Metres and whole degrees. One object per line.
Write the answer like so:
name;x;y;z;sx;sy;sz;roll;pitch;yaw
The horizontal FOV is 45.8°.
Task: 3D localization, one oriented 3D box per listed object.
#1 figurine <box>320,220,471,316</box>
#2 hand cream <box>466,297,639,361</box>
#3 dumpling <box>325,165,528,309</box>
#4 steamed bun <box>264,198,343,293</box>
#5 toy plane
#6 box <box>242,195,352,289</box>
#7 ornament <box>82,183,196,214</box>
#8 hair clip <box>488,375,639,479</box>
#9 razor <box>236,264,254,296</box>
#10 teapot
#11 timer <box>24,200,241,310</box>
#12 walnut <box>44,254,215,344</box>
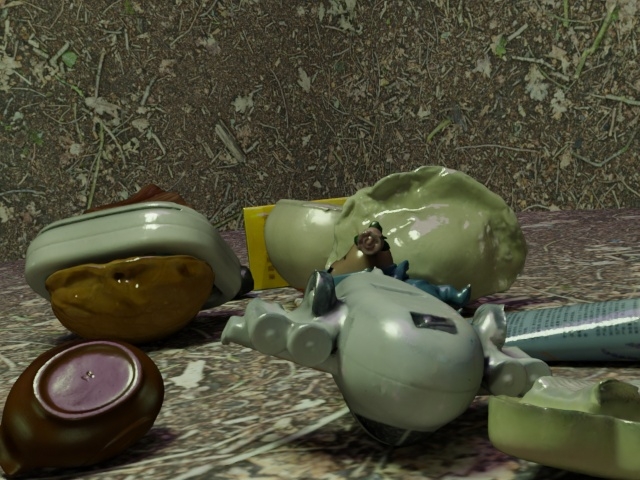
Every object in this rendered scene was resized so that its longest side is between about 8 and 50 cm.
figurine;0.079;0.045;0.863;0.178;0.144;0.114;8;19;20
hand cream;0.230;0.085;0.702;0.272;0.058;0.091;-7;15;28
dumpling;0.134;0.000;0.975;0.258;0.192;0.147;2;8;10
steamed bun;0.027;0.020;1.146;0.232;0.145;0.232;8;2;0
toy plane;0.048;0.085;0.574;0.245;0.117;0.244;13;4;-1
box;0.000;0.000;1.379;0.270;0.152;0.043;-6;5;-10
ornament;-0.413;-0.001;1.680;0.221;0.235;0.218;-33;-9;35
hair clip;0.186;0.101;0.461;0.219;0.071;0.159;-1;-5;-29
razor;-0.191;0.075;1.274;0.148;0.054;0.090;-8;5;-22
teapot;-0.180;0.128;0.568;0.098;0.078;0.129;40;44;22
timer;-0.252;0.035;1.039;0.262;0.087;0.237;-11;-25;9
walnut;-0.234;0.086;0.945;0.211;0.087;0.167;-7;-21;-4
